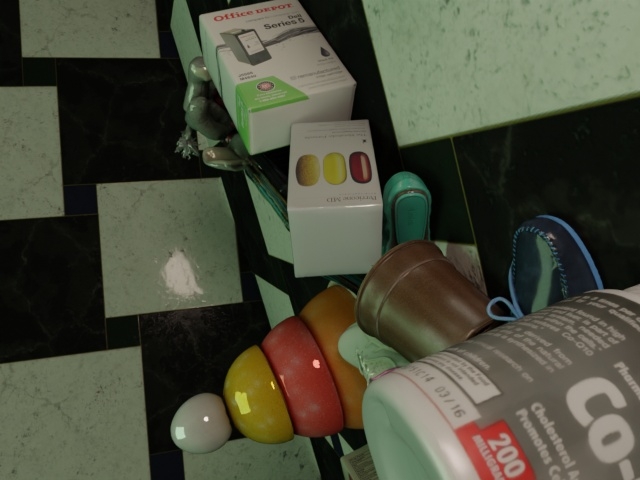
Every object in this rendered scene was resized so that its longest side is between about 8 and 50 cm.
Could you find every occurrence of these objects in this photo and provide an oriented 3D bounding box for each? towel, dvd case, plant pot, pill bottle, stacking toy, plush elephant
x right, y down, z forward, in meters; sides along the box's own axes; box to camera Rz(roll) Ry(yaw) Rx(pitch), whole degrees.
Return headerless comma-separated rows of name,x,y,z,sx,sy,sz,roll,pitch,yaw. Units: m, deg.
towel,0.000,0.000,1.046,0.271,0.040,0.370,38,-171,-44
dvd case,-0.028,-0.078,1.092,0.253,0.022,0.180,39,-172,-39
plant pot,0.160,0.108,0.713,0.165,0.166,0.167,40,146,47
pill bottle,0.190,0.131,0.395,0.161,0.283,0.161,162,90,-73
stacking toy,-0.084,0.305,1.120,0.350,0.479,0.351,162,90,-73
plush elephant,-0.216,-0.300,1.367,0.330,0.255,0.272,-60,-3,26

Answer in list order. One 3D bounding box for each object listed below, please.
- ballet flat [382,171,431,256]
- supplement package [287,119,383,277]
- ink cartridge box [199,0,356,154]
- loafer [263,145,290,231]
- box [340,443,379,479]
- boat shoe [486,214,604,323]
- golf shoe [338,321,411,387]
ballet flat,0.134,-0.003,0.828,0.087,0.083,0.247,-90,-3,-49
supplement package,0.022,-0.074,0.840,0.244,0.138,0.134,-92,-1,-50
ink cartridge box,-0.086,-0.310,0.965,0.115,0.198,0.273,97,149,-56
loafer,-0.088,-0.186,1.219,0.130,0.133,0.366,-129,27,-50
box,0.165,0.585,1.200,0.232,0.148,0.127,-138,33,-61
boat shoe,0.240,0.106,0.547,0.109,0.089,0.259,-172,65,-72
golf shoe,0.111,0.205,0.867,0.306,0.140,0.115,-2,112,54
